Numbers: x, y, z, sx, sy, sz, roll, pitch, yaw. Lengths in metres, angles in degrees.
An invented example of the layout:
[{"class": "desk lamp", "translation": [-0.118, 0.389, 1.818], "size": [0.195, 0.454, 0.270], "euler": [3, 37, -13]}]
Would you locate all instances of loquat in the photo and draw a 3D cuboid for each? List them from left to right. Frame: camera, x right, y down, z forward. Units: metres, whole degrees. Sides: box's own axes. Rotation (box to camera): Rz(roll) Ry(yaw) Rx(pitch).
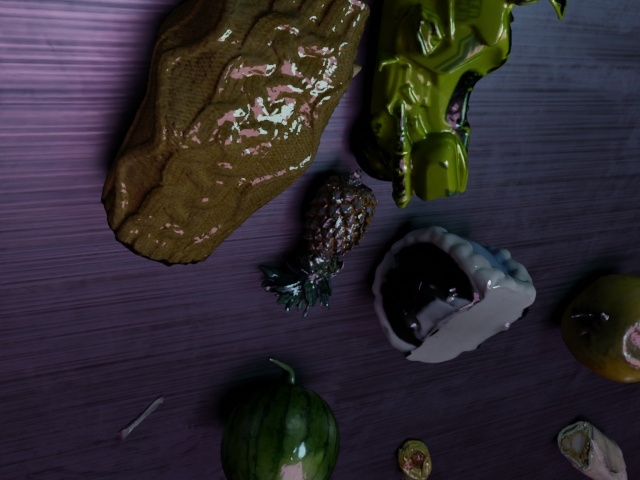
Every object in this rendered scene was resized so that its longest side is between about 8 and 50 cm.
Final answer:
[{"class": "loquat", "translation": [0.585, 0.170, 1.089], "size": [0.213, 0.213, 0.213], "euler": [-14, 130, -17]}]

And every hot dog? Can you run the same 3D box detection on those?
[{"class": "hot dog", "translation": [0.218, 0.512, 1.263], "size": [0.078, 0.061, 0.169], "euler": [-25, 133, -10]}]

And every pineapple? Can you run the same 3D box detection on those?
[{"class": "pineapple", "translation": [0.000, 0.001, 0.736], "size": [0.103, 0.083, 0.221], "euler": [16, 117, -22]}]

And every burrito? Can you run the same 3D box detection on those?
[{"class": "burrito", "translation": [0.780, 0.615, 1.590], "size": [0.105, 0.143, 0.299], "euler": [-21, 137, 34]}]

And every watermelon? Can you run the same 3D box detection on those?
[{"class": "watermelon", "translation": [-0.061, 0.312, 0.890], "size": [0.188, 0.214, 0.188], "euler": [7, 150, 4]}]

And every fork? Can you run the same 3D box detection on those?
[{"class": "fork", "translation": [-0.279, 0.277, 0.856], "size": [0.115, 0.016, 0.012], "euler": [-45, 154, 10]}]

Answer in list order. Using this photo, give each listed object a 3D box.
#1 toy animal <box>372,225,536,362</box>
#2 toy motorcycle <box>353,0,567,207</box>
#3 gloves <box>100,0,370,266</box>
[{"class": "toy animal", "translation": [0.196, 0.074, 0.847], "size": [0.204, 0.156, 0.208], "euler": [12, 135, -37]}, {"class": "toy motorcycle", "translation": [0.145, -0.201, 0.616], "size": [0.206, 0.142, 0.342], "euler": [11, 129, 12]}, {"class": "gloves", "translation": [-0.077, -0.123, 0.549], "size": [0.203, 0.155, 0.356], "euler": [18, 112, -41]}]
